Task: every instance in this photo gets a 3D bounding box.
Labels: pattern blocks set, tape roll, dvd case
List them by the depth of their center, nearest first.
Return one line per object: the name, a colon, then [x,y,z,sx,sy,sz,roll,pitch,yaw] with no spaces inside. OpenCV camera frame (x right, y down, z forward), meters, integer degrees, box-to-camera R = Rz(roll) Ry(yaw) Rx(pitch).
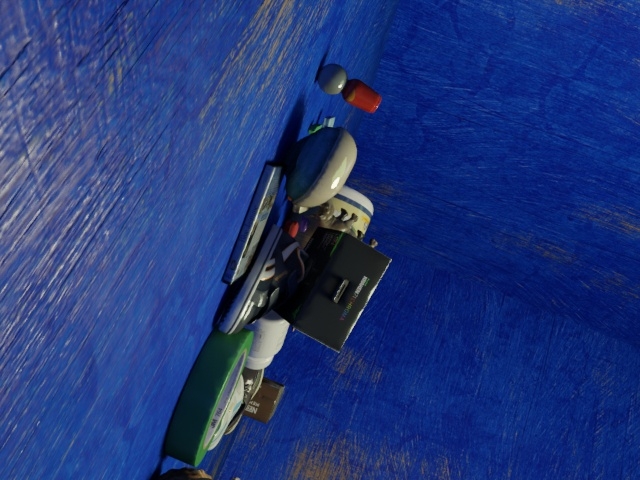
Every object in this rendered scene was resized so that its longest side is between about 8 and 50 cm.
dvd case: [-0.131,-0.039,1.546,0.180,0.022,0.253,-53,165,-82]
tape roll: [-0.245,0.338,1.690,0.321,0.077,0.321,22,90,-86]
pattern blocks set: [-0.025,-0.160,1.988,0.285,0.026,0.324,-51,155,-58]

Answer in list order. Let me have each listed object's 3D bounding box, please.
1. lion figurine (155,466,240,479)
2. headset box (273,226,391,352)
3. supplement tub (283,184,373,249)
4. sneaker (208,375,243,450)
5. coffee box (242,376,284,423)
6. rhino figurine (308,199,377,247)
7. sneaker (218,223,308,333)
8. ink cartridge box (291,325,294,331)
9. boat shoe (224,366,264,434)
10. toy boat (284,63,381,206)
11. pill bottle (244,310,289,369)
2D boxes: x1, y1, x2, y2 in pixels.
lion figurine: [-0.308,0.566,1.511,0.392,0.240,0.142,-13,98,-67]
headset box: [0.020,0.108,1.777,0.246,0.131,0.283,-60,-165,-3]
supplement tub: [0.000,0.000,2.203,0.228,0.228,0.316,95,17,-80]
sneaker: [-0.265,0.442,2.010,0.092,0.088,0.228,102,8,-63]
coffee box: [-0.220,0.507,2.489,0.297,0.168,0.118,85,26,-82]
rhino figurine: [0.050,-0.035,2.048,0.106,0.243,0.073,-49,-150,-17]
sneaker: [-0.114,0.100,1.694,0.126,0.127,0.321,-48,-169,46]
ink cartridge box: [-0.112,0.198,2.625,0.134,0.078,0.231,-102,-158,-44]
boat shoe: [-0.252,0.467,2.289,0.285,0.103,0.092,-62,-178,2]
toy boat: [0.006,-0.225,1.653,0.318,0.148,0.267,-63,-169,-10]
pill bottle: [-0.157,0.239,2.023,0.131,0.131,0.229,-65,176,-46]
